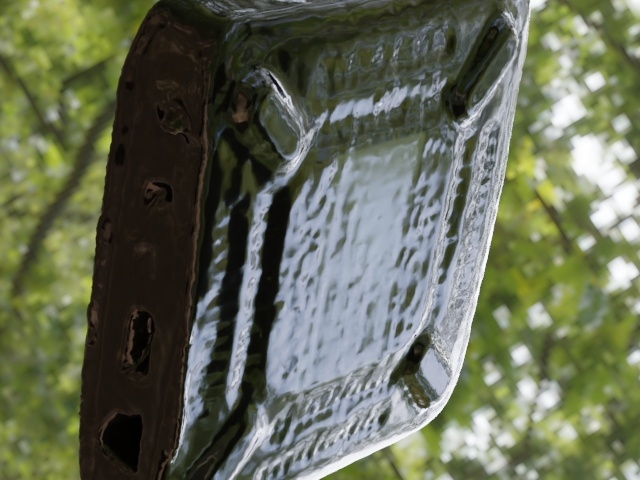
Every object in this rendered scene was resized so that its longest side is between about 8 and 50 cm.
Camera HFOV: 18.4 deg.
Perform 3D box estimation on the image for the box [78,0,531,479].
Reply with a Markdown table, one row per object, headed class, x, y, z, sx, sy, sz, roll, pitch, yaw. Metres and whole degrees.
| class | x | y | z | sx | sy | sz | roll | pitch | yaw |
| --- | --- | --- | --- | --- | --- | --- | --- | --- | --- |
| box | 0.000 | 0.000 | 1.044 | 0.073 | 0.289 | 0.290 | 25 | -64 | 34 |
